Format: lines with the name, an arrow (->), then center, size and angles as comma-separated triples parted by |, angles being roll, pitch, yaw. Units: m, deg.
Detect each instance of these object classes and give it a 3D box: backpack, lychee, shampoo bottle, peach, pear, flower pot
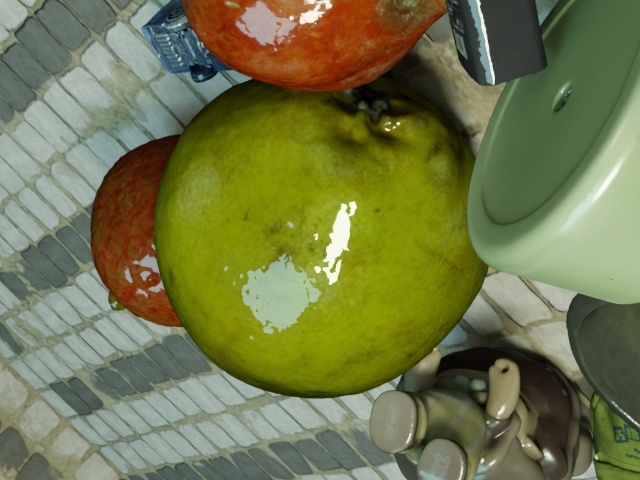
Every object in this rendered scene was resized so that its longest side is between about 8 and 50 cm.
backpack -> 0.394, 0.233, 1.639 | 0.207, 0.140, 0.253 | 11, 134, 43
lychee -> -0.172, -0.011, 1.849 | 0.300, 0.255, 0.255 | -24, 117, 26
shampoo bottle -> 0.113, -0.283, 1.205 | 0.098, 0.071, 0.309 | -107, 1, -67
peach -> 0.010, -0.237, 1.342 | 0.256, 0.232, 0.232 | 18, 148, 10
pear -> 0.000, 0.000, 1.552 | 0.352, 0.352, 0.413 | 36, 149, 7
flower pot -> 0.380, 0.080, 1.402 | 0.269, 0.166, 0.269 | 30, 153, 17

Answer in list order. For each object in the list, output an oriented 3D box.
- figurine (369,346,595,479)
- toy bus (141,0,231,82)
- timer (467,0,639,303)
figurine -> 0.172, 0.221, 1.712 | 0.248, 0.203, 0.380 | 17, -179, 23
toy bus -> -0.081, -0.224, 1.593 | 0.236, 0.094, 0.079 | 4, 129, 45
timer -> 0.324, -0.052, 1.223 | 0.315, 0.291, 0.291 | 24, 155, -14
